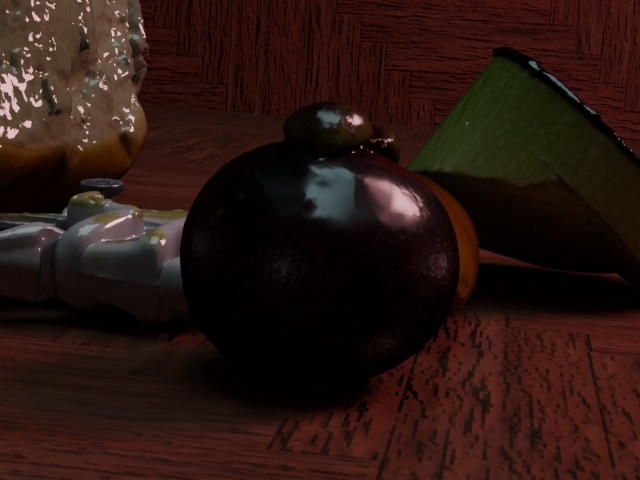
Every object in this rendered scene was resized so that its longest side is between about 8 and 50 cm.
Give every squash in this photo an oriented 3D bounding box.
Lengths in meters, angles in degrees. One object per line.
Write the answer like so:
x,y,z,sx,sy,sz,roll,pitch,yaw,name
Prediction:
0.175,-0.029,1.011,0.220,0.133,0.220,40,-3,2,squash

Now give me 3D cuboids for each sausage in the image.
0.056,0.003,0.898,0.098,0.098,0.238,4,6,2,sausage

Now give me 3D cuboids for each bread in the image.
-0.273,-0.100,0.948,0.250,0.225,0.279,-13,-4,33,bread

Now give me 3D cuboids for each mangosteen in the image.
0.000,0.000,0.717,0.152,0.152,0.152,3,9,-1,mangosteen

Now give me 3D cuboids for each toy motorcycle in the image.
-0.108,0.013,0.847,0.229,0.074,0.151,4,12,-15,toy motorcycle
